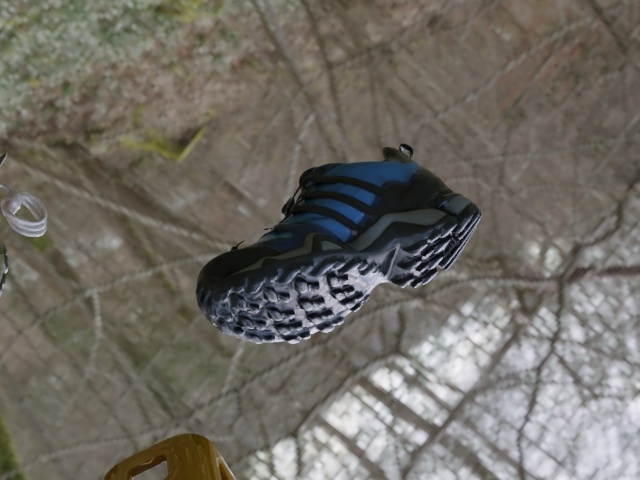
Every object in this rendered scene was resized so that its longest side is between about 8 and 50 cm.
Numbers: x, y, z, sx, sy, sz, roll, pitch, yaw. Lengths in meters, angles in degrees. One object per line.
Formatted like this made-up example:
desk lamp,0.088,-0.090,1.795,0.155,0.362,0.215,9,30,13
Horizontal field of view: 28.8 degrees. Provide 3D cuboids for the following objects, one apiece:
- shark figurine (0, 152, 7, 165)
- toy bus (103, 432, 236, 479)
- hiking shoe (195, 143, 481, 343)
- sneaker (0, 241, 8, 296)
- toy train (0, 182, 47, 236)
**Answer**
shark figurine,-0.495,-0.057,1.490,0.116,0.166,0.278,-19,163,32
toy bus,-0.092,0.217,0.820,0.202,0.104,0.191,-2,-144,40
hiking shoe,0.000,0.000,1.135,0.304,0.132,0.113,-17,143,-38
sneaker,-0.435,0.105,1.207,0.158,0.182,0.410,-60,-174,34
toy train,-0.234,-0.008,0.702,0.046,0.125,0.166,-38,-178,29
